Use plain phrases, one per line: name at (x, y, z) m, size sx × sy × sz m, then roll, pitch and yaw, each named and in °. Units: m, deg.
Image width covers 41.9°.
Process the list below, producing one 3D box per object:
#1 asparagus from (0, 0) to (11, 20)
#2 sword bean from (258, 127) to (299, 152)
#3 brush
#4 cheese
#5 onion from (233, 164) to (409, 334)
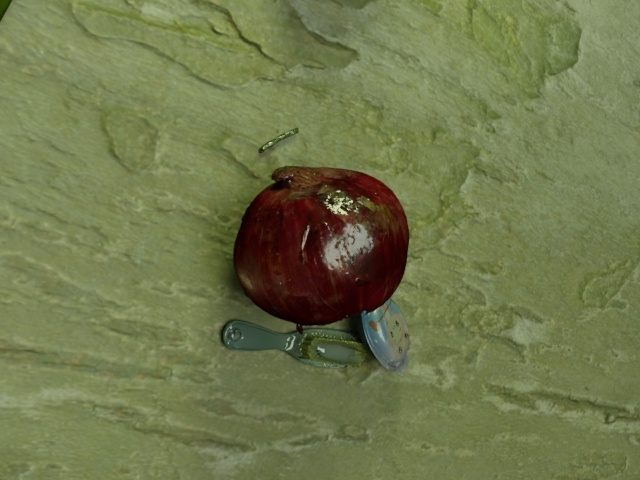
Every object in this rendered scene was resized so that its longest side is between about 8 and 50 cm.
asparagus at (-0.448, -0.299, 1.094) m, size 0.067 × 0.060 × 0.277 m, roll 30°, pitch 77°, yaw -43°
sword bean at (-0.070, -0.168, 1.390) m, size 0.083 × 0.012 × 0.012 m, roll -32°, pitch 111°, yaw -26°
brush at (-0.028, 0.181, 1.416) m, size 0.297 × 0.060 × 0.068 m, roll 12°, pitch 89°, yaw -34°
cheese at (0.098, 0.132, 1.484) m, size 0.244 × 0.052 × 0.135 m, roll 61°, pitch 31°, yaw -17°
onion at (0.000, 0.000, 1.291) m, size 0.276 × 0.276 × 0.276 m, roll -3°, pitch 96°, yaw -34°
